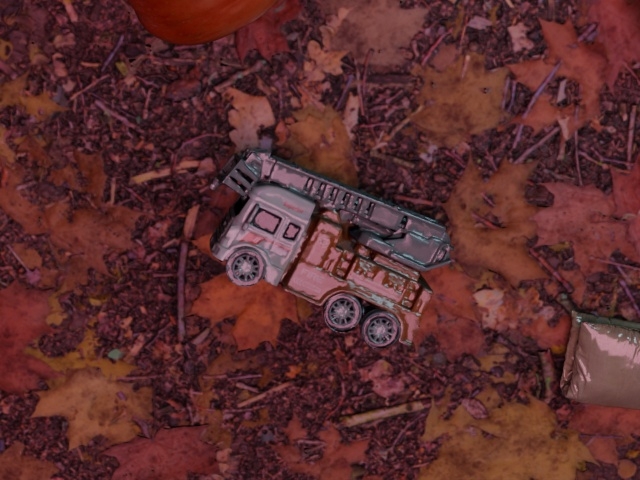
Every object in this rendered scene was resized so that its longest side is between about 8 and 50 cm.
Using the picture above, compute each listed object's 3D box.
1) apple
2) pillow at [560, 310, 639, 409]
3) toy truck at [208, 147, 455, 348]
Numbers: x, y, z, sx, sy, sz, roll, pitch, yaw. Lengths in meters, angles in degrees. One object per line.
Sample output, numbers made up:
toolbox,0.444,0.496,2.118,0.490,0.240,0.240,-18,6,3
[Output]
apple,-0.137,-0.366,1.557,0.241,0.242,0.242,-24,108,8
pillow,0.430,0.174,1.825,0.181,0.078,0.134,11,111,-1
toy truck,0.000,0.000,1.746,0.338,0.133,0.184,25,99,-11
